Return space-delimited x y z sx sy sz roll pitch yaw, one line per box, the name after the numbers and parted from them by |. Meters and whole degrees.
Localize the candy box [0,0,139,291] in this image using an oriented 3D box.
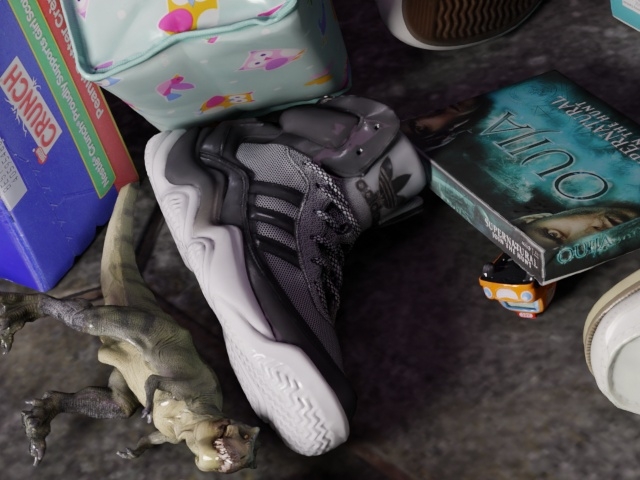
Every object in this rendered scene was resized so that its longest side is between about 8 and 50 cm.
-0.303 -0.126 1.053 0.317 0.268 0.122 18 56 27 | candy box

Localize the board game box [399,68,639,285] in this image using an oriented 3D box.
0.137 -0.043 0.996 0.126 0.026 0.186 -20 33 -18 | board game box

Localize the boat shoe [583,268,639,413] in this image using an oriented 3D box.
0.284 0.063 0.828 0.302 0.113 0.103 -3 40 10 | boat shoe

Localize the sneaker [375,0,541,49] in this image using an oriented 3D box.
0.110 -0.224 1.177 0.123 0.106 0.290 17 42 36 | sneaker

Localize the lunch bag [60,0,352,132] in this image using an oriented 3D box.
-0.087 -0.212 1.029 0.160 0.223 0.262 -18 79 7 | lunch bag

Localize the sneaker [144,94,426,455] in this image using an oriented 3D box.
0.000 0.000 0.968 0.153 0.101 0.269 -24 42 -6 | sneaker

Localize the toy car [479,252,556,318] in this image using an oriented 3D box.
0.154 0.023 0.951 0.122 0.041 0.060 -3 25 14 | toy car

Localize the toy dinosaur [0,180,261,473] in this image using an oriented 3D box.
-0.123 0.064 0.969 0.118 0.064 0.268 -13 42 -17 | toy dinosaur

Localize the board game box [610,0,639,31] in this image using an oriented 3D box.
0.398 -0.204 1.090 0.336 0.079 0.254 -33 47 -19 | board game box
